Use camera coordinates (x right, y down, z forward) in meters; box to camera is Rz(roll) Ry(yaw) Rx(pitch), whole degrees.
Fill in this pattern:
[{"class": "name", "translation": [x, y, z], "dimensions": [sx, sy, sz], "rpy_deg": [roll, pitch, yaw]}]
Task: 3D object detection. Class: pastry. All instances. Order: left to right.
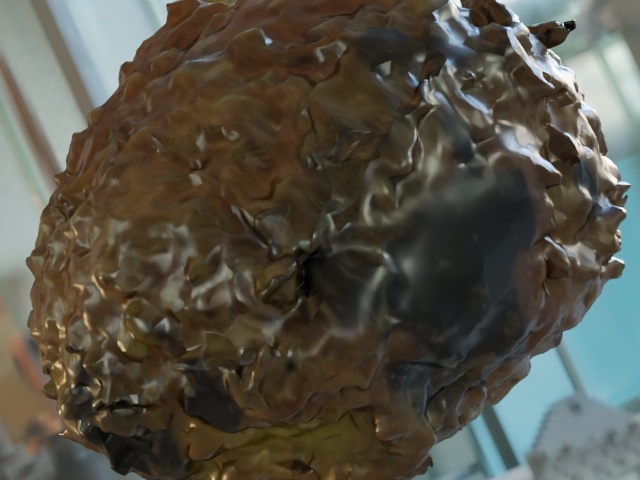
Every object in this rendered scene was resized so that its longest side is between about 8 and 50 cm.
[{"class": "pastry", "translation": [0.014, -0.010, 1.143], "dimensions": [0.337, 0.292, 0.405], "rpy_deg": [-17, 33, 25]}]
